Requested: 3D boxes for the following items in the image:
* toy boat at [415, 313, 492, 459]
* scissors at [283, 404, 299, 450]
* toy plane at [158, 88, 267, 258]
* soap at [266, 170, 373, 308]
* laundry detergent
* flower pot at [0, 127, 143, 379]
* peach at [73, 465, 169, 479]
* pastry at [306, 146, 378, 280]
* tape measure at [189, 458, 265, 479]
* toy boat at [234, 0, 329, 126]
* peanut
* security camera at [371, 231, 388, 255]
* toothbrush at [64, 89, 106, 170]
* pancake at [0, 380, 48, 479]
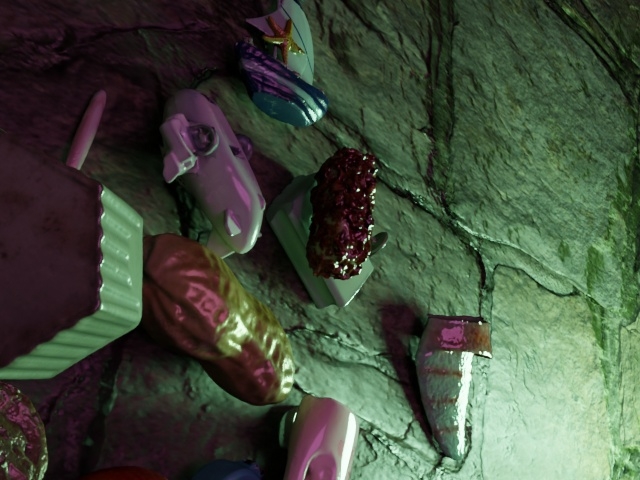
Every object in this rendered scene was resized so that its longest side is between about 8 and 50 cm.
[{"bbox_3d":[0.248,0.286,1.586,0.206,0.096,0.283,5,92,-42],"label":"toy boat"},{"bbox_3d":[-0.025,0.382,1.273,0.118,0.030,0.242,32,56,-41],"label":"scissors"},{"bbox_3d":[-0.154,-0.094,1.137,0.245,0.117,0.245,55,16,-25],"label":"toy plane"},{"bbox_3d":[0.000,0.000,1.346,0.119,0.066,0.198,-51,120,-43],"label":"soap"},{"bbox_3d":[-0.023,0.398,1.169,0.159,0.087,0.335,56,42,-49],"label":"laundry detergent"},{"bbox_3d":[-0.302,0.022,0.836,0.189,0.209,0.240,93,-3,-82],"label":"flower pot"},{"bbox_3d":[-0.222,0.329,0.913,0.154,0.158,0.267,64,1,43],"label":"peach"},{"bbox_3d":[0.034,-0.045,1.264,0.097,0.115,0.209,17,72,-33],"label":"pastry"},{"bbox_3d":[-0.130,0.362,1.113,0.146,0.080,0.125,-11,107,-51],"label":"tape measure"},{"bbox_3d":[-0.060,-0.330,1.364,0.220,0.067,0.291,30,50,-43],"label":"toy boat"},{"bbox_3d":[-0.141,0.114,1.107,0.313,0.149,0.149,51,48,-37],"label":"peanut"},{"bbox_3d":[0.070,-0.020,1.453,0.092,0.058,0.058,43,52,-20],"label":"security camera"},{"bbox_3d":[-0.322,-0.064,1.019,0.025,0.029,0.307,47,48,-48],"label":"toothbrush"},{"bbox_3d":[-0.362,0.220,0.886,0.151,0.025,0.152,38,38,-37],"label":"pancake"}]
